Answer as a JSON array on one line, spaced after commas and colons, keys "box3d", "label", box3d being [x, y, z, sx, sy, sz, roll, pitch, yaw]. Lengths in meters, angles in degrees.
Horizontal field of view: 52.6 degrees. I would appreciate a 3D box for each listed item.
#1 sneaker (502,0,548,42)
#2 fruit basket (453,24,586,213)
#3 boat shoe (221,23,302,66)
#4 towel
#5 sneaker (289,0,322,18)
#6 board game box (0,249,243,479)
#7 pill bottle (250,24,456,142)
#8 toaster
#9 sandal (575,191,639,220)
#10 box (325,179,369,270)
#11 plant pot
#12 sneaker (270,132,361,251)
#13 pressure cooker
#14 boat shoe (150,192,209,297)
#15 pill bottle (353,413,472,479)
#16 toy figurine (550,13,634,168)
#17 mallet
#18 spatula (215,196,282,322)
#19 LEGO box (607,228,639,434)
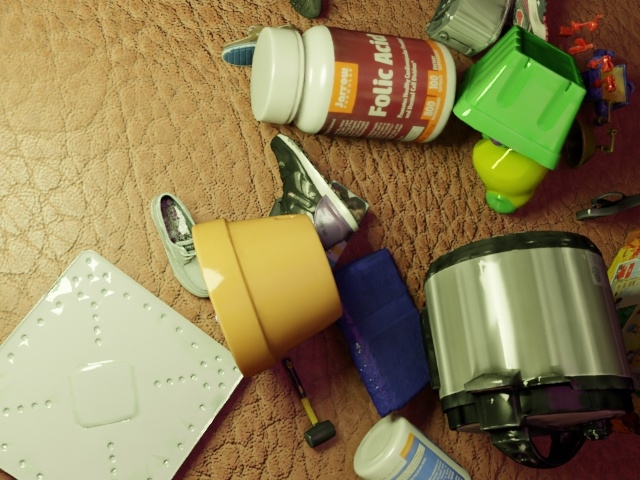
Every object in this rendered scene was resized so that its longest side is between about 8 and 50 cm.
[{"box3d": [0.503, -0.523, 1.619, 0.112, 0.121, 0.299, -1, 82, 10], "label": "sneaker"}, {"box3d": [0.424, -0.253, 1.465, 0.283, 0.392, 0.392, 30, 73, 0], "label": "fruit basket"}, {"box3d": [-0.131, -0.428, 1.405, 0.183, 0.066, 0.066, -14, 69, -18], "label": "boat shoe"}, {"box3d": [0.124, 0.186, 1.362, 0.228, 0.076, 0.308, -23, 88, -45], "label": "towel"}, {"box3d": [-0.016, -0.639, 1.452, 0.130, 0.109, 0.286, -6, 86, -26], "label": "sneaker"}, {"box3d": [-0.403, 0.283, 1.206, 0.390, 0.050, 0.390, 39, 71, -10], "label": "board game box"}, {"box3d": [0.064, -0.330, 1.366, 0.393, 0.224, 0.223, 1, 82, -19], "label": "pill bottle"}, {"box3d": [0.361, -0.556, 1.557, 0.147, 0.129, 0.226, 28, 72, -17], "label": "toaster"}, {"box3d": [0.735, -0.097, 1.640, 0.255, 0.097, 0.054, -15, 88, -31], "label": "sandal"}, {"box3d": [0.000, 0.000, 1.382, 0.101, 0.060, 0.244, 34, 73, -12], "label": "box"}, {"box3d": [-0.087, 0.077, 1.165, 0.204, 0.291, 0.290, -19, 89, -4], "label": "plant pot"}, {"box3d": [-0.048, -0.098, 1.326, 0.124, 0.107, 0.283, -37, 64, 0], "label": "sneaker"}, {"box3d": [0.402, 0.226, 1.268, 0.370, 0.375, 0.420, -2, 69, -9], "label": "pressure cooker"}, {"box3d": [-0.269, 0.009, 1.276, 0.079, 0.081, 0.227, -28, 91, -21], "label": "boat shoe"}, {"box3d": [0.214, 0.498, 1.335, 0.272, 0.152, 0.152, 42, 71, -9], "label": "pill bottle"}, {"box3d": [0.729, -0.369, 1.630, 0.217, 0.191, 0.362, -3, 84, -24], "label": "toy figurine"}, {"box3d": [-0.039, 0.336, 1.335, 0.062, 0.039, 0.189, -31, 89, -24], "label": "mallet"}, {"box3d": [-0.128, 0.044, 1.344, 0.084, 0.030, 0.296, 24, 78, -12], "label": "spatula"}, {"box3d": [0.798, 0.186, 1.453, 0.193, 0.372, 0.500, 42, 68, -9], "label": "LEGO box"}]
